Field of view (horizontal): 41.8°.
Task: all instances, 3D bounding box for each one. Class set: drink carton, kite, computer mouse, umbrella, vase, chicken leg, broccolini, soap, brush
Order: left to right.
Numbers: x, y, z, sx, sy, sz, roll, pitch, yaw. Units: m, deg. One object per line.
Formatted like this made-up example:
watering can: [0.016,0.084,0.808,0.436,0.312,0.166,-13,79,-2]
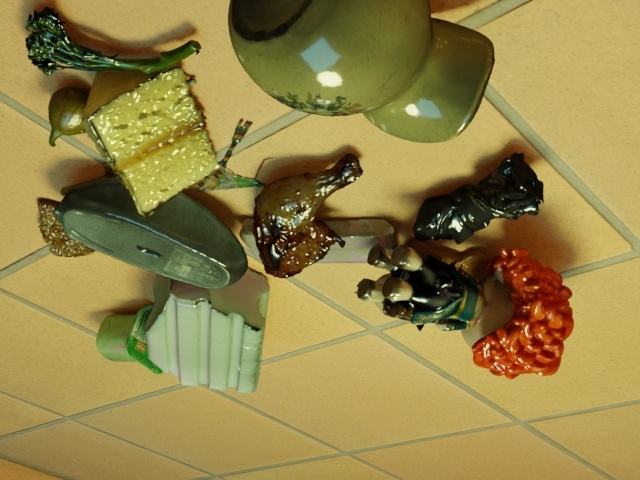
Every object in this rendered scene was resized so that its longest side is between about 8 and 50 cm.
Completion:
brush: [-0.415,-0.108,1.582,0.205,0.011,0.083,-13,144,30]
broccolini: [-0.310,-0.296,1.224,0.271,0.062,0.123,0,157,10]
drink carton: [-0.453,0.234,2.028,0.142,0.144,0.146,-4,147,34]
computer mouse: [-0.312,-0.022,1.602,0.374,0.114,0.203,23,148,-14]
soap: [-0.251,0.183,1.874,0.261,0.156,0.446,9,148,-2]
kite: [-0.167,-0.140,1.482,0.198,0.006,0.244,21,146,-20]
chicken leg: [-0.033,-0.038,1.509,0.177,0.083,0.322,7,135,-6]
vase: [0.019,-0.266,1.085,0.329,0.241,0.302,16,176,46]
umbrella: [0.264,-0.054,1.446,0.272,0.122,0.110,-30,89,49]

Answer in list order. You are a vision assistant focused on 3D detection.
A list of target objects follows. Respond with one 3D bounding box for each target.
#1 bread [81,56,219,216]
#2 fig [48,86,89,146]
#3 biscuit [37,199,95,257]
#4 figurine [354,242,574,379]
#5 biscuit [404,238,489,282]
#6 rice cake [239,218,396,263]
bread: [-0.285,-0.169,1.373,0.142,0.178,0.266,30,155,31]
fig: [-0.406,-0.199,1.353,0.082,0.098,0.084,37,161,-12]
biscuit: [-0.517,-0.015,1.735,0.126,0.025,0.206,8,149,-1]
figurine: [0.270,0.119,1.560,0.411,0.241,0.306,11,153,3]
biscuit: [0.272,0.068,1.692,0.250,0.036,0.165,12,138,-8]
rice cake: [-0.001,0.001,1.633,0.298,0.050,0.106,0,146,11]
